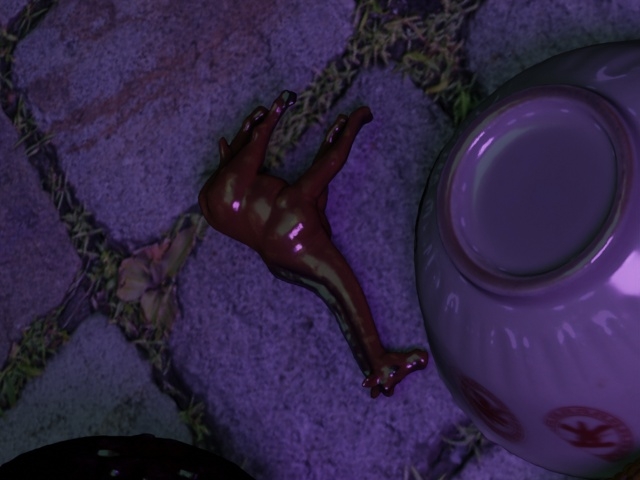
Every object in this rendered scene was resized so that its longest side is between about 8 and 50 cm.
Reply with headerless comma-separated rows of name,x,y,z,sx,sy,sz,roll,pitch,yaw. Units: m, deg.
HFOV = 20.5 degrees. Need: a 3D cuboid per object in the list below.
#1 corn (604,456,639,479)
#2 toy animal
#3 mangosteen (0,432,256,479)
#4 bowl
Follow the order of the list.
corn,0.245,0.169,1.151,0.320,0.097,0.097,-36,56,16
toy animal,0.000,0.000,1.406,0.224,0.066,0.229,11,69,18
mangosteen,-0.150,0.290,1.256,0.297,0.297,0.313,29,86,38
bowl,0.179,-0.013,1.225,0.337,0.157,0.337,-13,65,31
